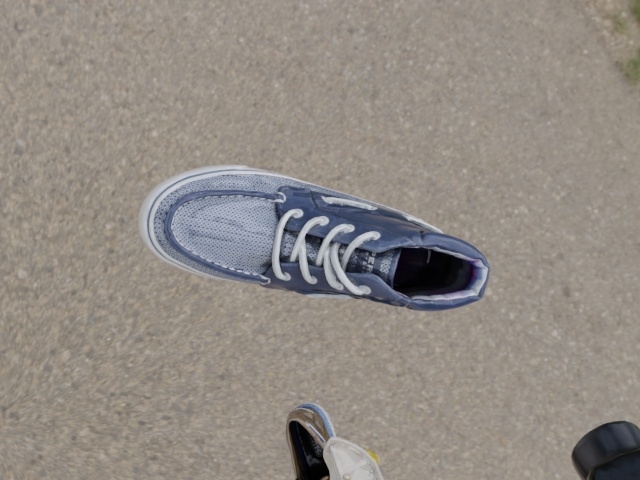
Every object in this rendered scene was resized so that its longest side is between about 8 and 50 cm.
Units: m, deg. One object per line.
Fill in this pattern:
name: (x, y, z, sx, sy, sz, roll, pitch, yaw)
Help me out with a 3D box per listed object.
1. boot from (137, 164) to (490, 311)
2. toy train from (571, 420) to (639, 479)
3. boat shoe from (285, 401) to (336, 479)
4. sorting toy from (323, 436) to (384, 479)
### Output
boot: (0.000, 0.000, 0.409, 0.190, 0.086, 0.069, 5, 98, -26)
toy train: (0.242, 0.263, 0.401, 0.142, 0.334, 0.190, -22, 129, 0)
boat shoe: (0.003, 0.277, 0.824, 0.183, 0.066, 0.066, 63, 18, 11)
sorting toy: (0.025, 0.233, 0.655, 0.045, 0.075, 0.083, 10, 31, -24)
